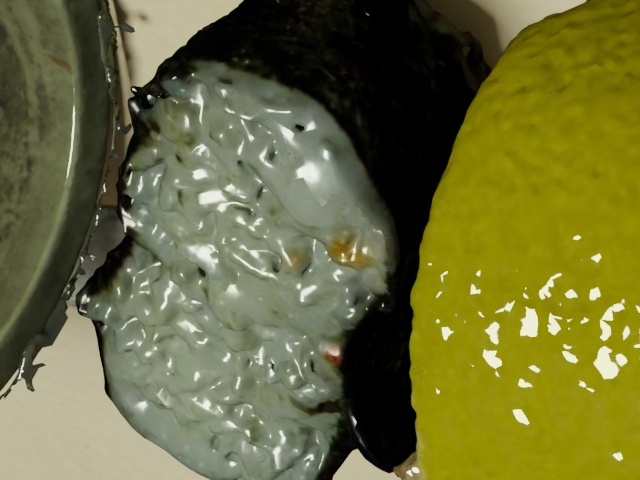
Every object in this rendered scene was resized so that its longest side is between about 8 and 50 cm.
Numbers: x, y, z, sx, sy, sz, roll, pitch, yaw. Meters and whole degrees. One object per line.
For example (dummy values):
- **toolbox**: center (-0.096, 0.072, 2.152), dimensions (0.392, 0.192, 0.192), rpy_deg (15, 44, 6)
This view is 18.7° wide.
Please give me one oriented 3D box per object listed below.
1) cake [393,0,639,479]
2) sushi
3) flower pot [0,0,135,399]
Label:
- **cake**: center (0.127, 0.048, 0.629), dimensions (0.156, 0.179, 0.260), rpy_deg (2, 125, 31)
- **sushi**: center (0.000, 0.000, 0.723), dimensions (0.147, 0.115, 0.212), rpy_deg (29, 136, 17)
- **flower pot**: center (-0.256, -0.059, 0.768), dimensions (0.259, 0.290, 0.290), rpy_deg (22, 134, 38)
